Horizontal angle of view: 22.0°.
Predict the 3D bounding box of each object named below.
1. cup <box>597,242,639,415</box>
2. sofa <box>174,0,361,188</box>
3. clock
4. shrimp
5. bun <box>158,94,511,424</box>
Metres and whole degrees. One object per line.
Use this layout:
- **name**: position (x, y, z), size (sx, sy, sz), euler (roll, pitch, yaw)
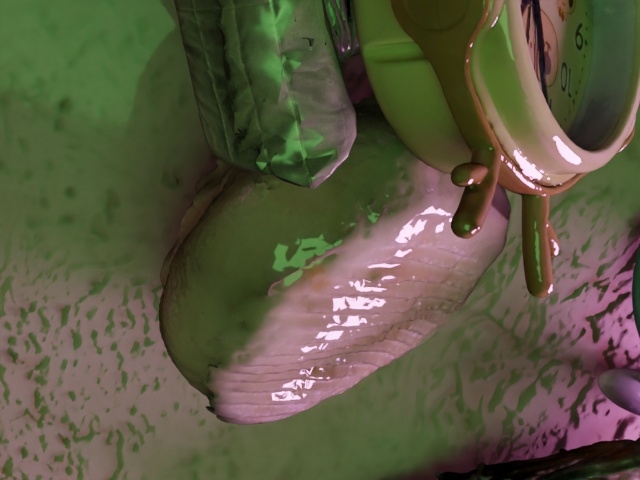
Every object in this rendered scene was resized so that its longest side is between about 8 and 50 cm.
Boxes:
- **cup**: position (0.325, 0.042, 1.106), size (0.173, 0.167, 0.300), euler (20, 134, -34)
- **sofa**: position (0.003, -0.168, 0.904), size (0.176, 0.225, 0.210), euler (-11, 113, -2)
- **clock**: position (0.099, -0.132, 0.887), size (0.096, 0.308, 0.235), euler (-3, 161, 29)
- **shrimp**: position (0.155, 0.168, 1.109), size (0.365, 0.233, 0.071), euler (-9, 72, 1)
- **bun**: position (0.000, 0.000, 1.005), size (0.239, 0.141, 0.239), euler (-31, 160, -13)
